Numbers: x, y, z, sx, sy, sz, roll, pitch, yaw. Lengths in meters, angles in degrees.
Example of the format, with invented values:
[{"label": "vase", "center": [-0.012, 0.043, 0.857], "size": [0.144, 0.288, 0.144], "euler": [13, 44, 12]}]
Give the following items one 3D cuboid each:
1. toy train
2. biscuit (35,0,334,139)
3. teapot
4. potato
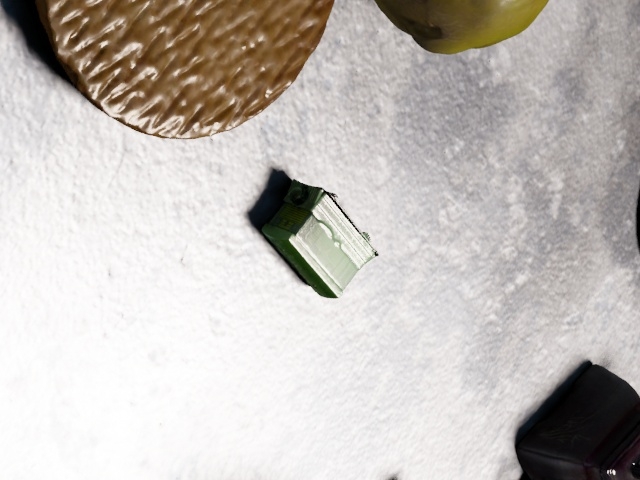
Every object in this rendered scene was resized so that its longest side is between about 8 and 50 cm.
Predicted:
[{"label": "toy train", "center": [0.000, 0.000, 1.331], "size": [0.056, 0.038, 0.093], "euler": [-54, 132, -16]}, {"label": "biscuit", "center": [-0.086, -0.194, 1.193], "size": [0.262, 0.037, 0.262], "euler": [-15, 112, -41]}, {"label": "teapot", "center": [0.252, 0.187, 1.589], "size": [0.177, 0.096, 0.087], "euler": [-41, 127, -28]}, {"label": "potato", "center": [0.100, -0.231, 1.276], "size": [0.137, 0.154, 0.200], "euler": [1, 109, 1]}]
